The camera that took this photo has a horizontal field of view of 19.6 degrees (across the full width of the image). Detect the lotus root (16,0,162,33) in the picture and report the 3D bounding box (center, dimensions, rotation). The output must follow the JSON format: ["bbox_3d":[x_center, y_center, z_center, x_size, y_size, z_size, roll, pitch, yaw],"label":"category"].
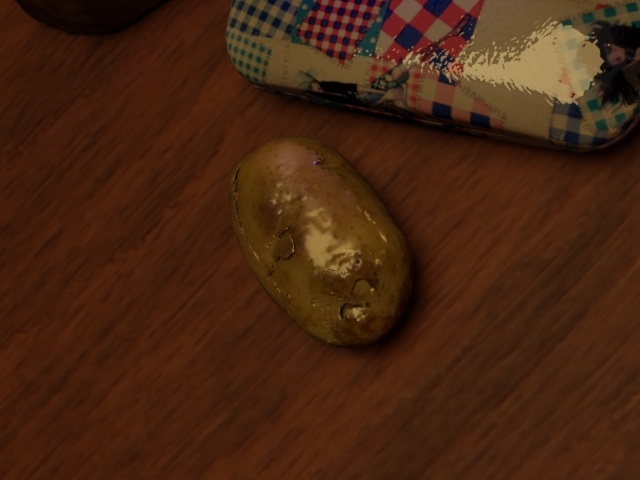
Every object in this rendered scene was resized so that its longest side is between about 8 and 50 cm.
[{"bbox_3d":[-0.192,-0.276,1.420,0.199,0.180,0.188,-25,71,15],"label":"lotus root"}]

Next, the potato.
[{"bbox_3d":[0.000,0.000,1.314,0.107,0.080,0.170,-29,64,0],"label":"potato"}]

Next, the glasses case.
[{"bbox_3d":[0.082,-0.145,1.318,0.327,0.076,0.125,13,80,25],"label":"glasses case"}]
